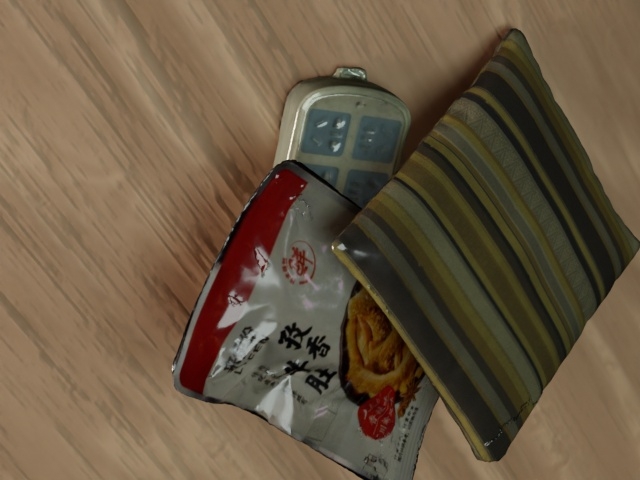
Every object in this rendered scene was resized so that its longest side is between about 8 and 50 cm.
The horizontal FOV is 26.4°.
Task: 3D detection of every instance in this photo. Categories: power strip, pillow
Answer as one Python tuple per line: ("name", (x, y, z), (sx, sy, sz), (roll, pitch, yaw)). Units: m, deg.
("power strip", (0.000, 0.000, 0.884), (0.080, 0.029, 0.227), (4, 109, -24))
("pillow", (0.118, 0.004, 0.896), (0.212, 0.052, 0.208), (-50, 121, -25))

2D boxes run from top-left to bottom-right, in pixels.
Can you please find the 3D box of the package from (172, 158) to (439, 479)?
("package", (0.014, 0.062, 0.869), (0.239, 0.030, 0.154), (33, 80, -41))
